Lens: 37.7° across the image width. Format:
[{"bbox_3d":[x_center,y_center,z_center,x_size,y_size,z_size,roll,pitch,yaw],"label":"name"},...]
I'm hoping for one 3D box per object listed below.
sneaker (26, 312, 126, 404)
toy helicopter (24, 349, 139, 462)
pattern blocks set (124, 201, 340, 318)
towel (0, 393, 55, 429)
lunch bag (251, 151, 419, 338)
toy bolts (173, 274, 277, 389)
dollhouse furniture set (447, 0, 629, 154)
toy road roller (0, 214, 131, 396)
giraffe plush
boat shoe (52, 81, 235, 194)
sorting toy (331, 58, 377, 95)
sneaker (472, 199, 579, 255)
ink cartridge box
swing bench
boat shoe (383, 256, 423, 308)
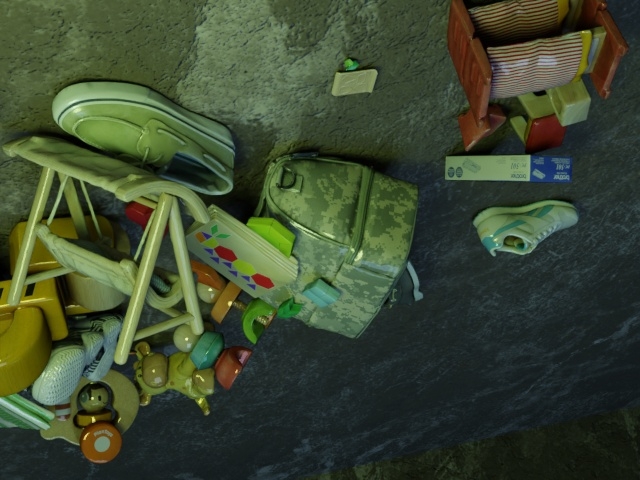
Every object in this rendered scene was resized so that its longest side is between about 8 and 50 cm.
[{"bbox_3d":[-0.504,0.178,1.745,0.366,0.210,0.137,-40,154,-78],"label":"sneaker"},{"bbox_3d":[-0.532,0.286,1.910,0.355,0.234,0.140,28,173,-24],"label":"toy helicopter"},{"bbox_3d":[-0.136,0.019,1.517,0.325,0.026,0.285,43,145,-25],"label":"pattern blocks set"},{"bbox_3d":[-0.668,0.289,1.776,0.248,0.038,0.325,39,149,-29],"label":"towel"},{"bbox_3d":[0.000,0.000,1.594,0.256,0.212,0.305,16,147,-9],"label":"lunch bag"},{"bbox_3d":[-0.190,0.158,1.898,0.228,0.159,0.218,-60,178,16],"label":"toy bolts"},{"bbox_3d":[0.302,-0.212,1.402,0.201,0.152,0.374,-14,154,-2],"label":"dollhouse furniture set"},{"bbox_3d":[-0.463,0.112,1.523,0.330,0.240,0.202,-9,153,-12],"label":"toy road roller"},{"bbox_3d":[-0.319,0.277,2.021,0.171,0.181,0.210,3,137,-10],"label":"giraffe plush"},{"bbox_3d":[-0.232,-0.140,1.320,0.302,0.094,0.109,13,142,-44],"label":"boat shoe"},{"bbox_3d":[0.051,-0.241,1.370,0.062,0.012,0.083,-5,156,-10],"label":"sorting toy"},{"bbox_3d":[0.427,-0.022,1.911,0.229,0.092,0.087,-9,151,-16],"label":"sneaker"},{"bbox_3d":[0.315,-0.121,1.585,0.097,0.046,0.207,-1,-176,-32],"label":"ink cartridge box"},{"bbox_3d":[-0.295,-0.005,1.297,0.165,0.253,0.254,-19,123,-48],"label":"swing bench"},{"bbox_3d":[0.147,0.068,1.917,0.091,0.109,0.305,-22,157,2],"label":"boat shoe"}]
